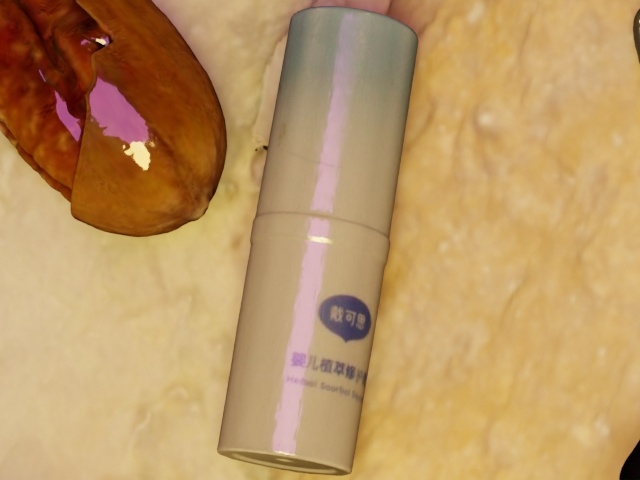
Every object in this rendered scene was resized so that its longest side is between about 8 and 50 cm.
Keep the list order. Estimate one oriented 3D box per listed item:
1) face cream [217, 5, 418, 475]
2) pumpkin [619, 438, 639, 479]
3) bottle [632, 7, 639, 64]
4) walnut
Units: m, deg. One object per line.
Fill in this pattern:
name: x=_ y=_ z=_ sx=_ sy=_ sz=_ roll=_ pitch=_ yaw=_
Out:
face cream: x=0.000 y=0.000 z=1.101 sx=0.077 sy=0.077 sz=0.250 roll=6 pitch=78 yaw=9
pumpkin: x=0.244 y=0.163 z=0.979 sx=0.220 sy=0.162 sz=0.221 roll=-4 pitch=76 yaw=16
bottle: x=0.257 y=-0.040 z=1.082 sx=0.096 sy=0.079 sz=0.254 roll=-40 pitch=72 yaw=37
walnut: x=-0.130 y=-0.090 z=1.126 sx=0.115 sy=0.116 sz=0.207 roll=-34 pitch=74 yaw=-2
